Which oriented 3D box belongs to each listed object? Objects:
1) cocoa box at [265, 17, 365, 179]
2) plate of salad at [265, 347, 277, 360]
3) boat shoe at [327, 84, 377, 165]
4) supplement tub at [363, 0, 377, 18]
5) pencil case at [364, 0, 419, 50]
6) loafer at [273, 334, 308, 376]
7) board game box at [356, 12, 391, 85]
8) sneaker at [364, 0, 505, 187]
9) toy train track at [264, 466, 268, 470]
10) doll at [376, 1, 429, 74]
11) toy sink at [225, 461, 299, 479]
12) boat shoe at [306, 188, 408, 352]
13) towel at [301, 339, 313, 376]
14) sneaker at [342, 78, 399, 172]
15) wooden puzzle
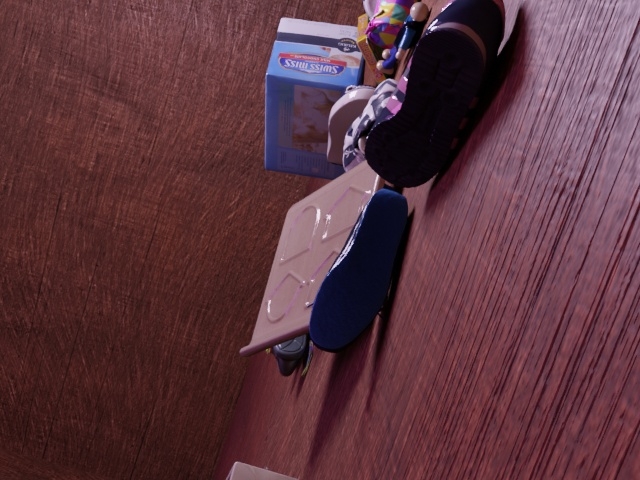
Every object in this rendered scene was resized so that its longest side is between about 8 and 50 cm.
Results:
[{"bbox_3d":[-0.014,-0.356,2.293,0.347,0.231,0.228,95,-174,-52],"label":"cocoa box"},{"bbox_3d":[-0.096,0.209,2.146,0.200,0.048,0.199,-10,-90,-69],"label":"plate of salad"},{"bbox_3d":[0.079,-0.294,1.963,0.340,0.127,0.158,119,159,-70],"label":"boat shoe"},{"bbox_3d":[0.161,-0.595,2.164,0.190,0.117,0.117,-83,11,-66],"label":"supplement tub"},{"bbox_3d":[0.172,-0.540,1.984,0.104,0.104,0.236,119,168,-66],"label":"pencil case"},{"bbox_3d":[-0.064,0.202,2.056,0.267,0.096,0.084,-74,-6,-56],"label":"loafer"},{"bbox_3d":[0.127,-0.446,2.093,0.039,0.124,0.259,-26,23,13],"label":"board game box"},{"bbox_3d":[0.152,-0.184,1.127,0.131,0.112,0.319,-56,-1,-30],"label":"sneaker"},{"bbox_3d":[-0.124,0.539,2.040,0.083,0.014,0.048,-65,-15,-86],"label":"toy train track"},{"bbox_3d":[0.174,-0.416,1.825,0.129,0.046,0.189,-65,7,-32],"label":"doll"},{"bbox_3d":[-0.136,0.514,1.588,0.234,0.131,0.152,114,172,-57],"label":"toy sink"},{"bbox_3d":[0.066,0.053,1.280,0.258,0.109,0.089,-57,-8,-20],"label":"boat shoe"},{"bbox_3d":[-0.029,0.260,1.964,0.083,0.009,0.060,-91,19,-74],"label":"towel"},{"bbox_3d":[0.089,-0.167,1.637,0.235,0.094,0.153,-54,9,44],"label":"sneaker"},{"bbox_3d":[0.012,0.032,1.527,0.322,0.080,0.348,-28,37,53],"label":"wooden puzzle"}]
